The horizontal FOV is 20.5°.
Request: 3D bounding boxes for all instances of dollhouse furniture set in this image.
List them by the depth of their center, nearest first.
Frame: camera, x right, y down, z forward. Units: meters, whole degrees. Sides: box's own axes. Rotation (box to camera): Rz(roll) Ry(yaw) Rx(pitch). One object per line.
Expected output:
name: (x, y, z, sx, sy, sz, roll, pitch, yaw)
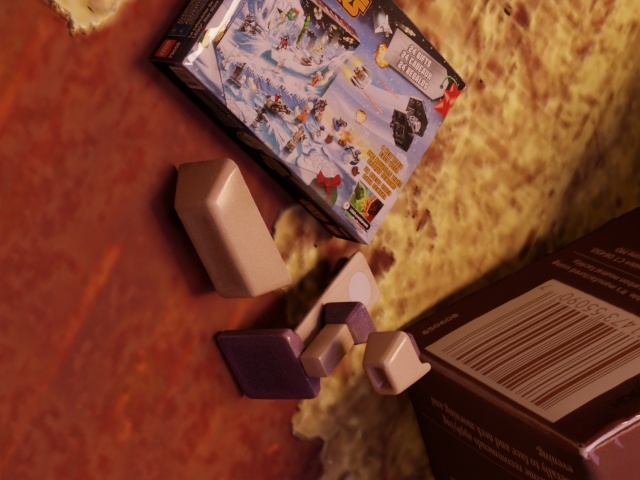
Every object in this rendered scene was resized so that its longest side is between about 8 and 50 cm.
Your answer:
dollhouse furniture set: (0.000, 0.000, 0.770, 0.081, 0.091, 0.114, -49, 123, -42)

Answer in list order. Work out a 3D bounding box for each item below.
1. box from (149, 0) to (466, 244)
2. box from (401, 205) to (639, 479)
box: (-0.002, -0.074, 0.781, 0.137, 0.027, 0.094, 44, 71, -36)
box: (0.165, 0.117, 0.843, 0.167, 0.168, 0.203, -27, 115, -19)
